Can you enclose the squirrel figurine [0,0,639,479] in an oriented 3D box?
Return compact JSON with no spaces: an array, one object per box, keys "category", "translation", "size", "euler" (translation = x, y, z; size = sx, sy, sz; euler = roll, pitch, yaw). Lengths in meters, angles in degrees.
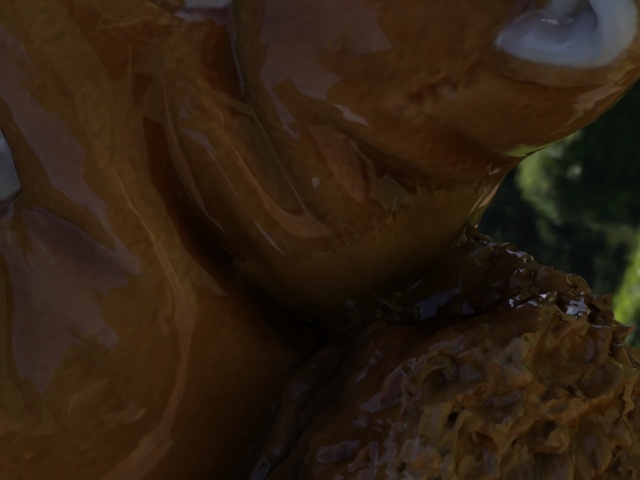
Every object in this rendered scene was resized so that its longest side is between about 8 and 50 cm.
[{"category":"squirrel figurine","translation":[0.000,0.000,0.644],"size":[0.397,0.370,0.281],"euler":[62,-157,0]}]
